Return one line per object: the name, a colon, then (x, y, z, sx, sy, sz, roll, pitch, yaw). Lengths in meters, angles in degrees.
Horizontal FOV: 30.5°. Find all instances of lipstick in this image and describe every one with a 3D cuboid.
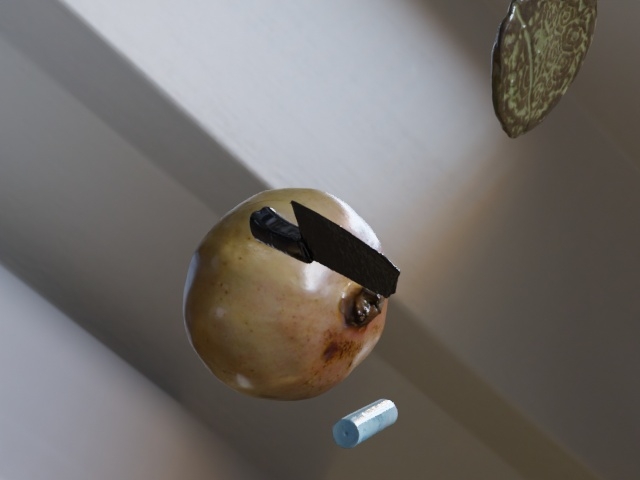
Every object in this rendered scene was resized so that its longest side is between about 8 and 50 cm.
lipstick: (0.072, 0.287, 1.849, 0.048, 0.048, 0.158, -39, 168, 23)

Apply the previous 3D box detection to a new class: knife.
knife: (0.000, 0.000, 0.896, 0.028, 0.060, 0.230, -30, -154, -19)

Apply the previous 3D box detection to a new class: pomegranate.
pomegranate: (-0.035, 0.087, 1.785, 0.338, 0.338, 0.338, -40, -158, 20)

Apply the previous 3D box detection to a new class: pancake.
pancake: (0.305, -0.258, 1.600, 0.031, 0.250, 0.250, 27, -107, 33)
